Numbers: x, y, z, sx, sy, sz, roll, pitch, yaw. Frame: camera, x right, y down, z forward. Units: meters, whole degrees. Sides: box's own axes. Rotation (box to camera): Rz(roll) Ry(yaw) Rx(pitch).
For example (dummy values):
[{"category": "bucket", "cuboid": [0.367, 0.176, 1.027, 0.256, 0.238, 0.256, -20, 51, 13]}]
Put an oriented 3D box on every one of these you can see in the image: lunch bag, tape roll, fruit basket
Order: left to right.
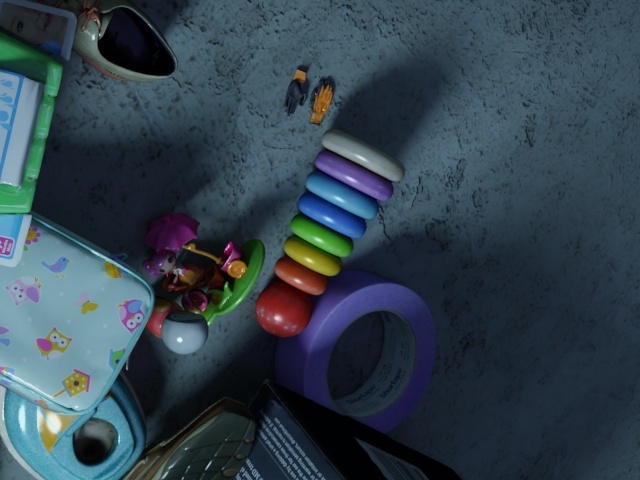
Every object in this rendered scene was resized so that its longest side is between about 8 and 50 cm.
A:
[{"category": "fruit basket", "cuboid": [-0.493, -0.158, 1.459, 0.353, 0.165, 0.327, 14, 91, -24]}, {"category": "lunch bag", "cuboid": [-0.363, 0.086, 1.607, 0.279, 0.108, 0.224, 31, 73, -8]}, {"category": "tape roll", "cuboid": [0.060, 0.190, 2.037, 0.274, 0.090, 0.275, -12, 112, -34]}]

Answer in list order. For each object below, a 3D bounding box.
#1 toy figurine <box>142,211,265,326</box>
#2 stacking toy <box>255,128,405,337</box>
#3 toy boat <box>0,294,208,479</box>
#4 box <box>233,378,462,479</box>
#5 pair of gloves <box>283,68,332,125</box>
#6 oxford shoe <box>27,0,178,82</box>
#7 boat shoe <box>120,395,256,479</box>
[{"category": "toy figurine", "cuboid": [-0.195, 0.032, 1.806, 0.159, 0.130, 0.173, 34, 108, -25]}, {"category": "stacking toy", "cuboid": [0.000, 0.000, 1.912, 0.141, 0.141, 0.330, 25, 92, -39]}, {"category": "toy boat", "cuboid": [-0.300, 0.203, 1.736, 0.318, 0.148, 0.267, -46, 126, -16]}, {"category": "box", "cuboid": [-0.002, 0.547, 1.921, 0.480, 0.297, 0.472, 31, 99, -38]}, {"category": "pair of gloves", "cuboid": [-0.018, -0.220, 1.901, 0.083, 0.010, 0.074, 15, 95, -38]}, {"category": "oxford shoe", "cuboid": [-0.322, -0.311, 1.571, 0.348, 0.130, 0.123, 26, 88, -39]}, {"category": "boat shoe", "cuboid": [-0.231, 0.346, 1.808, 0.324, 0.120, 0.122, -48, 134, 10]}]
